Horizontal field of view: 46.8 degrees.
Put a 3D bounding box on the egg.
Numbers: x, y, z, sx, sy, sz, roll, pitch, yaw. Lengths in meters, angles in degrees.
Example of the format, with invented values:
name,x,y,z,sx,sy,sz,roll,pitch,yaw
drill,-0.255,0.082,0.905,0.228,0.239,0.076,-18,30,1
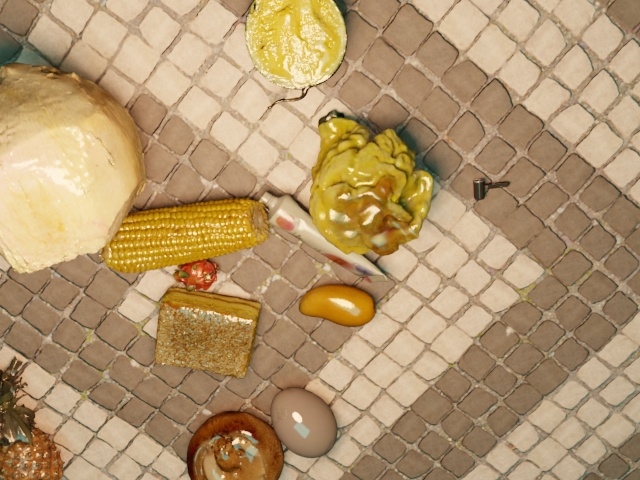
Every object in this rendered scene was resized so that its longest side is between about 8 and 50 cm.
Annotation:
name,x,y,z,sx,sy,sz,roll,pitch,yaw
egg,-0.042,0.451,1.837,0.146,0.146,0.198,-33,101,12

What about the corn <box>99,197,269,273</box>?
name,x,y,z,sx,sy,sz,roll,pitch,yaw
corn,-0.313,-0.016,1.671,0.387,0.144,0.143,-12,110,5

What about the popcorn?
name,x,y,z,sx,sy,sz,roll,pitch,yaw
popcorn,0.106,-0.107,1.581,0.293,0.237,0.292,1,114,2

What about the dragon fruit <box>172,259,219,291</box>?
name,x,y,z,sx,sy,sz,roll,pitch,yaw
dragon fruit,-0.296,0.080,1.738,0.116,0.081,0.086,-21,112,33

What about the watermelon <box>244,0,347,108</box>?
name,x,y,z,sx,sy,sz,roll,pitch,yaw
watermelon,-0.047,-0.416,1.523,0.204,0.127,0.232,-17,108,6

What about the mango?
name,x,y,z,sx,sy,sz,roll,pitch,yaw
mango,0.041,0.153,1.762,0.184,0.085,0.102,9,115,8

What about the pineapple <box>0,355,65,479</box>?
name,x,y,z,sx,sy,sz,roll,pitch,yaw
pineapple,-0.766,0.464,1.842,0.166,0.165,0.364,-12,110,5

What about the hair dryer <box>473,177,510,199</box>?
name,x,y,z,sx,sy,sz,roll,pitch,yaw
hair dryer,0.391,-0.122,1.688,0.083,0.026,0.047,-9,112,-4

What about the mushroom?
name,x,y,z,sx,sy,sz,roll,pitch,yaw
mushroom,-0.213,0.547,1.871,0.253,0.153,0.253,1,108,2

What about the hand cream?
name,x,y,z,sx,sy,sz,roll,pitch,yaw
hand cream,0.000,0.000,1.688,0.341,0.124,0.077,37,74,-11

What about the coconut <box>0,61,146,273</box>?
name,x,y,z,sx,sy,sz,roll,pitch,yaw
coconut,-0.555,-0.173,1.489,0.405,0.404,0.404,0,110,0

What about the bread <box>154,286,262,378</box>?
name,x,y,z,sx,sy,sz,roll,pitch,yaw
bread,-0.271,0.217,1.776,0.234,0.110,0.184,11,113,-2
